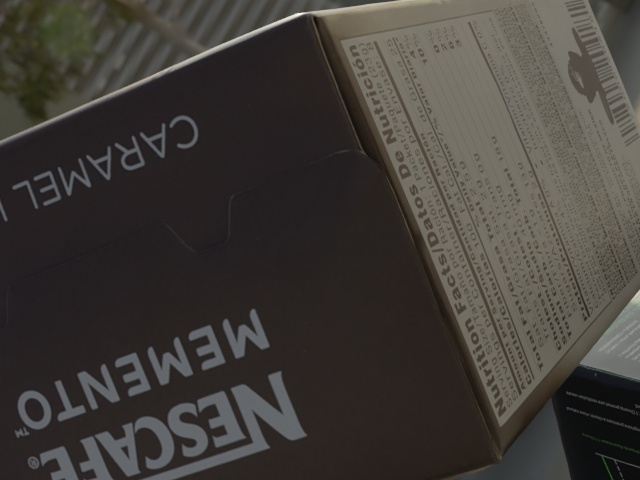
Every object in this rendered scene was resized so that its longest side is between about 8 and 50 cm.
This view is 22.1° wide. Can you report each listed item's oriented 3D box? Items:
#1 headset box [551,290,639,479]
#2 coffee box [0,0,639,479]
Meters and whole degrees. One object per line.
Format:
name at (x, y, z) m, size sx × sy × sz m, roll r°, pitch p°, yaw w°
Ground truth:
headset box at (0.248, 0.121, 0.721) m, size 0.246 × 0.283 × 0.131 m, roll -34°, pitch 29°, yaw -32°
coffee box at (0.000, 0.000, 0.446) m, size 0.141 × 0.098 × 0.246 m, roll -21°, pitch 2°, yaw 24°
